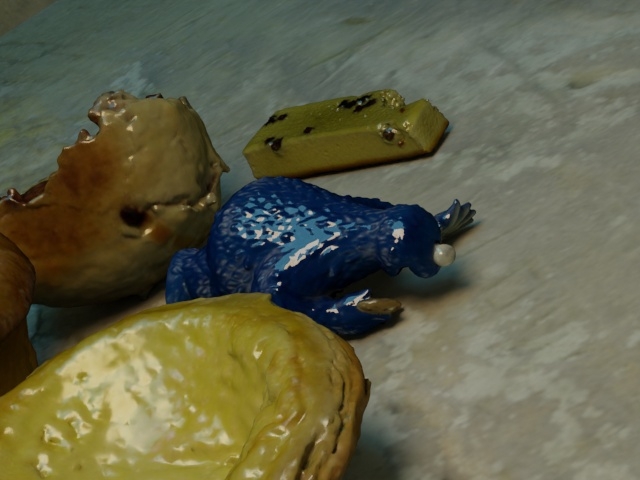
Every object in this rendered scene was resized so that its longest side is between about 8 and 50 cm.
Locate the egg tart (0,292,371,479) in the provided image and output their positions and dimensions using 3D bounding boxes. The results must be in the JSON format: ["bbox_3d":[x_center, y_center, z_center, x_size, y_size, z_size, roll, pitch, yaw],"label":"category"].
[{"bbox_3d":[-0.105,0.160,1.049,0.315,0.120,0.315,-15,32,9],"label":"egg tart"}]

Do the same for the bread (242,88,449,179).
[{"bbox_3d":[0.028,-0.106,1.561,0.226,0.049,0.088,-8,31,41],"label":"bread"}]

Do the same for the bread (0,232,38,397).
[{"bbox_3d":[-0.331,0.115,1.302,0.179,0.194,0.340,9,30,21],"label":"bread"}]

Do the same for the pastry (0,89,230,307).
[{"bbox_3d":[-0.202,-0.023,1.535,0.256,0.170,0.237,-37,1,8],"label":"pastry"}]

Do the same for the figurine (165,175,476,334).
[{"bbox_3d":[-0.008,0.005,1.281,0.262,0.121,0.164,-13,24,30],"label":"figurine"}]
